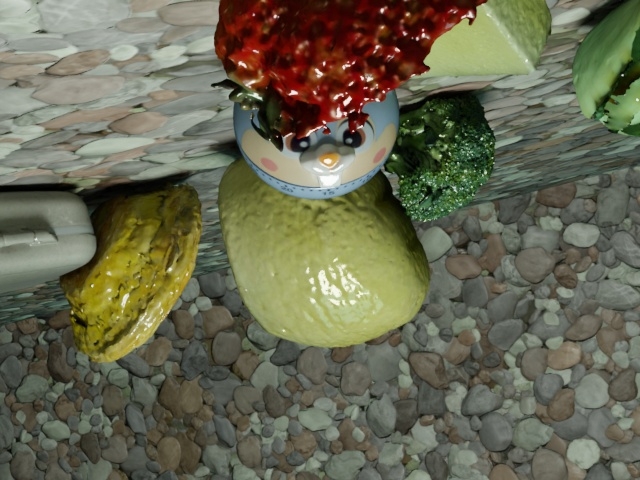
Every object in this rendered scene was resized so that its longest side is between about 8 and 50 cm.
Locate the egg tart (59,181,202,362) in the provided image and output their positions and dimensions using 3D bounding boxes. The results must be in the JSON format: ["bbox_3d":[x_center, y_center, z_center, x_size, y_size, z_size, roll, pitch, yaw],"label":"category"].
[{"bbox_3d":[-0.286,0.033,1.581,0.123,0.294,0.294,29,152,-26],"label":"egg tart"}]

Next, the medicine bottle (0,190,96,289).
[{"bbox_3d":[-0.503,0.016,1.449,0.375,0.122,0.282,-9,172,-43],"label":"medicine bottle"}]

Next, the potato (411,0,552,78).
[{"bbox_3d":[0.117,-0.210,0.983,0.149,0.081,0.120,3,153,36],"label":"potato"}]

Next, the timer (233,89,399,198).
[{"bbox_3d":[0.001,-0.123,0.995,0.175,0.175,0.255,-11,175,-7],"label":"timer"}]

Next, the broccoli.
[{"bbox_3d":[0.155,-0.108,1.466,0.156,0.195,0.195,7,175,4],"label":"broccoli"}]

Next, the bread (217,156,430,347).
[{"bbox_3d":[0.011,-0.003,1.485,0.237,0.320,0.320,-17,173,12],"label":"bread"}]

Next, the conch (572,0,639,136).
[{"bbox_3d":[0.341,-0.191,1.147,0.144,0.137,0.250,-12,174,2],"label":"conch"}]

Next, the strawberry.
[{"bbox_3d":[0.012,-0.177,0.737,0.236,0.175,0.107,-46,131,8],"label":"strawberry"}]
